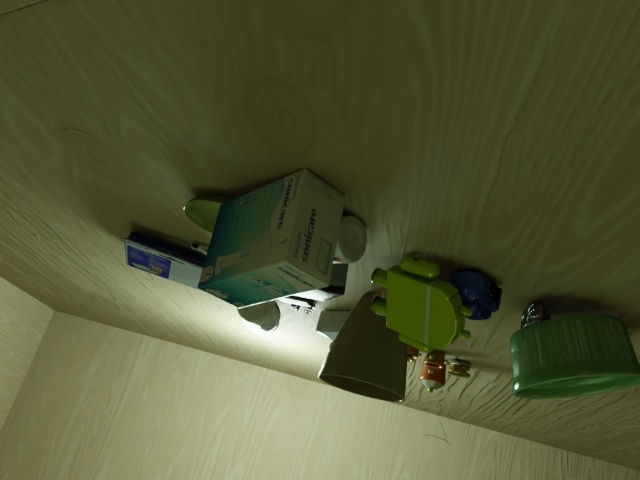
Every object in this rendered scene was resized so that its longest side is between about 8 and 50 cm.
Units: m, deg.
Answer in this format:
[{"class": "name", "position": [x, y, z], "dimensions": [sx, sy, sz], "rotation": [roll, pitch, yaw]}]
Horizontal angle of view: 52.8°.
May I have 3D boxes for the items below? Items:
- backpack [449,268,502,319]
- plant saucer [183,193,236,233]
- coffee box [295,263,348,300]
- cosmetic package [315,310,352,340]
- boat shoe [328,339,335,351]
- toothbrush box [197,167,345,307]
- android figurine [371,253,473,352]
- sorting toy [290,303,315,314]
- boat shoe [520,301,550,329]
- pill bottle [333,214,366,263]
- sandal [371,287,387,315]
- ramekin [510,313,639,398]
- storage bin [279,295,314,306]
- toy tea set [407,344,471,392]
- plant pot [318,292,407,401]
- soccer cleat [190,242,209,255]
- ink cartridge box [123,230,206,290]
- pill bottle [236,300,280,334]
[{"class": "backpack", "position": [0.364, 0.128, 1.536], "dimensions": [0.098, 0.101, 0.120], "rotation": [-13, 139, 43]}, {"class": "plant saucer", "position": [-0.221, -0.056, 1.606], "dimensions": [0.241, 0.037, 0.241], "rotation": [14, 160, 5]}, {"class": "coffee box", "position": [-0.067, 0.083, 1.700], "dimensions": [0.247, 0.098, 0.141], "rotation": [13, 163, -19]}, {"class": "cosmetic package", "position": [0.107, 0.293, 2.176], "dimensions": [0.231, 0.085, 0.117], "rotation": [-7, 149, 43]}, {"class": "boat shoe", "position": [0.157, 0.365, 2.101], "dimensions": [0.258, 0.095, 0.084], "rotation": [11, 158, -18]}, {"class": "toothbrush box", "position": [-0.106, 0.003, 1.366], "dimensions": [0.126, 0.216, 0.296], "rotation": [31, 146, -34]}, {"class": "android figurine", "position": [0.242, 0.159, 1.558], "dimensions": [0.273, 0.056, 0.248], "rotation": [17, 121, 38]}, {"class": "sorting toy", "position": [-0.068, 0.230, 2.208], "dimensions": [0.102, 0.042, 0.061], "rotation": [9, 158, 22]}, {"class": "boat shoe", "position": [0.549, 0.195, 1.619], "dimensions": [0.060, 0.064, 0.178], "rotation": [8, 164, 8]}, {"class": "pill bottle", "position": [0.000, 0.000, 1.477], "dimensions": [0.194, 0.108, 0.108], "rotation": [-3, 152, 41]}, {"class": "sandal", "position": [0.236, 0.134, 1.663], "dimensions": [0.265, 0.102, 0.076], "rotation": [-7, 145, 38]}, {"class": "ramekin", "position": [0.611, 0.285, 1.568], "dimensions": [0.304, 0.148, 0.303], "rotation": [-3, 157, -1]}, {"class": "storage bin", "position": [-0.069, 0.137, 1.904], "dimensions": [0.135, 0.091, 0.098], "rotation": [7, 157, 22]}, {"class": "toy tea set", "position": [0.376, 0.465, 2.342], "dimensions": [0.336, 0.124, 0.200], "rotation": [27, 157, -25]}, {"class": "plant pot", "position": [0.151, 0.304, 1.898], "dimensions": [0.257, 0.274, 0.256], "rotation": [14, 159, 6]}, {"class": "soccer cleat", "position": [-0.351, 0.025, 1.928], "dimensions": [0.083, 0.029, 0.035], "rotation": [19, 164, 9]}, {"class": "ink cartridge box", "position": [-0.473, 0.065, 2.074], "dimensions": [0.304, 0.072, 0.307], "rotation": [21, 157, -8]}, {"class": "pill bottle", "position": [-0.207, 0.253, 2.248], "dimensions": [0.131, 0.131, 0.229], "rotation": [13, 159, 11]}]
